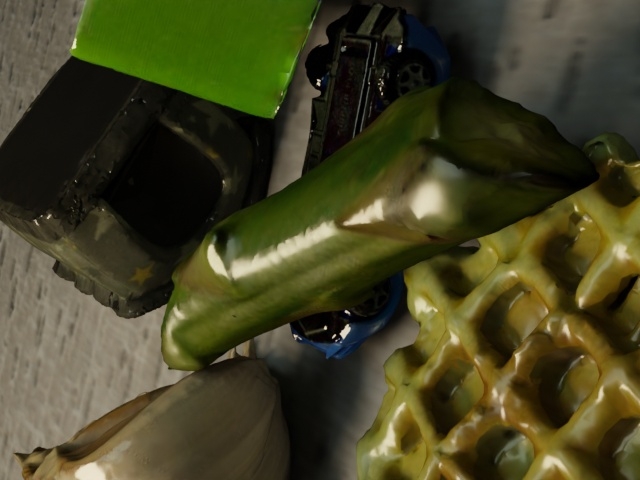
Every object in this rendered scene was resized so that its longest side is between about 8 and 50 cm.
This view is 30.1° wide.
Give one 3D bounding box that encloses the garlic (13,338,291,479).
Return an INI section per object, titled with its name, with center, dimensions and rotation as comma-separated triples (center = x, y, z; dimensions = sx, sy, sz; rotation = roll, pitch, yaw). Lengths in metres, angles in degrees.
[garlic]
center = -0.094, 0.160, 0.798
dimensions = 0.142, 0.178, 0.229
rotation = 60, 159, 5

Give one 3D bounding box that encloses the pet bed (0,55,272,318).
[pet bed]
center = -0.146, -0.041, 0.930
dimensions = 0.183, 0.159, 0.211
rotation = -56, 31, -11

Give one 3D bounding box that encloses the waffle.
[waffle]
center = 0.121, 0.105, 0.520
dimensions = 0.297, 0.073, 0.317
rotation = -19, 57, 49

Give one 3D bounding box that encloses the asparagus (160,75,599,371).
[asparagus]
center = -0.001, 0.001, 0.634
dimensions = 0.343, 0.082, 0.085
rotation = -26, 102, 48

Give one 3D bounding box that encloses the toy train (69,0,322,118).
[toy train]
center = -0.061, -0.237, 0.787
dimensions = 0.307, 0.174, 0.248
rotation = -101, 30, -62

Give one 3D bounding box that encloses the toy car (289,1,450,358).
[toy car]
center = 0.027, -0.034, 0.719
dimensions = 0.103, 0.063, 0.216
rotation = 23, 106, 58
